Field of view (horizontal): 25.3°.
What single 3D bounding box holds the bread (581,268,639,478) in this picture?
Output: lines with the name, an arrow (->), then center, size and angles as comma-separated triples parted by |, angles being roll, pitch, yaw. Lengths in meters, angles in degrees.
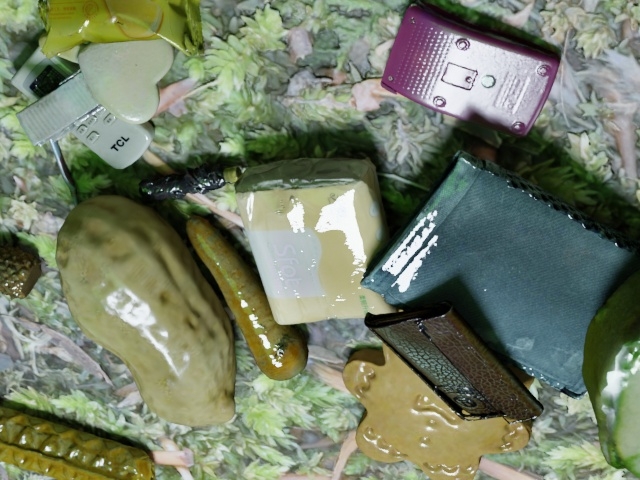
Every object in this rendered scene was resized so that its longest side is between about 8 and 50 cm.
bread -> 0.510, 0.153, 1.712 | 0.382, 0.129, 0.366 | -14, 126, 11

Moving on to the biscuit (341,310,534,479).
biscuit -> 0.170, 0.204, 1.954 | 0.275, 0.052, 0.355 | 23, 131, 1

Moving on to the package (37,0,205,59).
package -> -0.237, -0.296, 1.669 | 0.226, 0.090, 0.168 | -1, 98, 13

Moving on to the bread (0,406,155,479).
bread -> -0.433, 0.323, 2.231 | 0.368, 0.084, 0.077 | 16, 169, 4

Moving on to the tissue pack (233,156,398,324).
tissue pack -> 0.000, 0.000, 1.828 | 0.186, 0.090, 0.222 | -3, 125, 18

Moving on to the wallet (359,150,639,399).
wallet -> 0.251, 0.042, 1.760 | 0.342, 0.075, 0.237 | 27, 124, -15

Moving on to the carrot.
carrot -> -0.111, 0.066, 1.935 | 0.078, 0.078, 0.298 | -21, 113, 30

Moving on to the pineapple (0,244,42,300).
pineapple -> -0.478, 0.025, 2.026 | 0.159, 0.074, 0.074 | 24, 130, 6

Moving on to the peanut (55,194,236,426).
peanut -> -0.231, 0.108, 1.940 | 0.192, 0.169, 0.387 | -11, 123, 32

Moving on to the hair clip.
hair clip -> -0.281, -0.201, 1.764 | 0.218, 0.071, 0.159 | -31, 106, 15

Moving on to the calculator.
calculator -> 0.174, -0.195, 1.659 | 0.190, 0.034, 0.126 | 21, 128, 1

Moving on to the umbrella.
umbrella -> -0.169, -0.077, 1.860 | 0.144, 0.037, 0.040 | -10, 101, 22

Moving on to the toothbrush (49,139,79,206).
toothbrush -> -0.341, -0.090, 1.924 | 0.019, 0.013, 0.193 | -9, 123, 17

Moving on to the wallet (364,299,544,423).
wallet -> 0.171, 0.161, 1.809 | 0.133, 0.039, 0.243 | -9, 140, 37

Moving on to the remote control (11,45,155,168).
remote control -> -0.304, -0.172, 1.839 | 0.190, 0.029, 0.087 | 41, 128, -14
